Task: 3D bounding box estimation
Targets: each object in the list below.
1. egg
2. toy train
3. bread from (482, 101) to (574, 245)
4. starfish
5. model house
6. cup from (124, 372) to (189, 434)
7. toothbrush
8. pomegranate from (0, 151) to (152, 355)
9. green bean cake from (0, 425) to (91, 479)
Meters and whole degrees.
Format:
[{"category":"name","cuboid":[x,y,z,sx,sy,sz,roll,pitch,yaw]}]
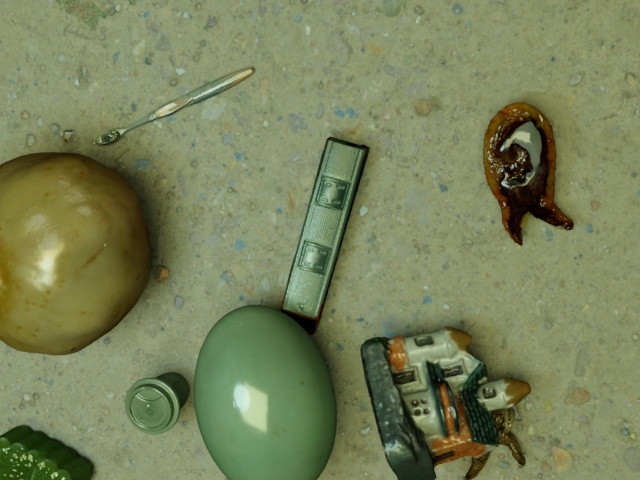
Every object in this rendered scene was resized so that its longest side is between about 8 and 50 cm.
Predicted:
[{"category":"egg","cuboid":[-0.108,0.318,1.871,0.276,0.276,0.389,-12,93,14]},{"category":"toy train","cuboid":[0.000,0.000,1.898,0.086,0.089,0.409,17,101,4]},{"category":"bread","cuboid":[0.383,-0.127,1.796,0.139,0.095,0.269,-12,110,16]},{"category":"starfish","cuboid":[0.308,0.400,1.895,0.189,0.074,0.146,-6,96,13]},{"category":"model house","cuboid":[0.248,0.292,1.805,0.300,0.190,0.271,-14,54,3]},{"category":"cup","cuboid":[-0.335,0.330,1.995,0.120,0.141,0.120,2,102,10]},{"category":"toothbrush","cuboid":[-0.303,-0.273,1.953,0.375,0.037,0.028,-23,96,12]},{"category":"pomegranate","cuboid":[-0.536,0.031,1.864,0.411,0.411,0.412,2,99,12]},{"category":"green bean cake","cuboid":[-0.645,0.560,2.111,0.222,0.125,0.248,25,101,10]}]
